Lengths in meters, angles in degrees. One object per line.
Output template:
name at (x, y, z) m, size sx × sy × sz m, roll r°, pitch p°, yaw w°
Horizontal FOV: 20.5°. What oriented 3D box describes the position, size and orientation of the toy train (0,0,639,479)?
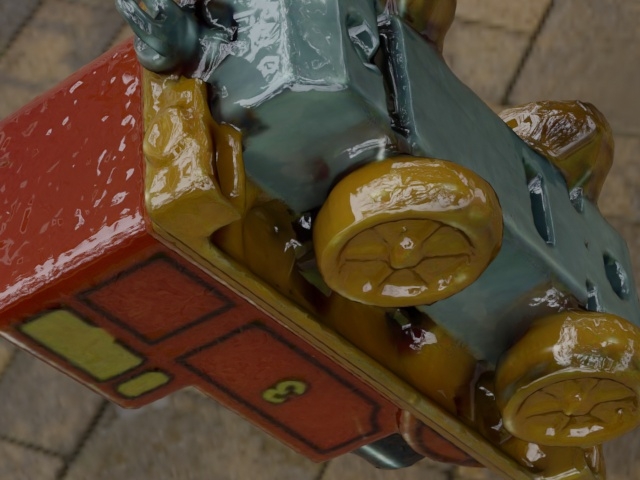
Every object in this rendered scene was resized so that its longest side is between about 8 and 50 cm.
toy train at (0.000, 0.000, 0.805) m, size 0.231 × 0.369 × 0.163 m, roll -25°, pitch 49°, yaw 27°
